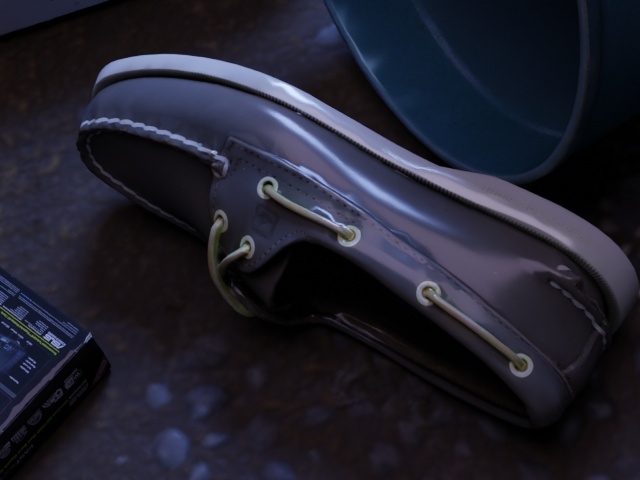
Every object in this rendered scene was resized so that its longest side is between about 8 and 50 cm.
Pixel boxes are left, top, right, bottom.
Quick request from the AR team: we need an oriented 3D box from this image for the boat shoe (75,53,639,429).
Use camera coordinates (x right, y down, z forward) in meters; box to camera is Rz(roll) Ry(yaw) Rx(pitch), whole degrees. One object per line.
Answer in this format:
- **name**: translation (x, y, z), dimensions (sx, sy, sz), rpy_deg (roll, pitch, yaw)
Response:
- **boat shoe**: translation (0.000, -0.003, 0.898), dimensions (0.305, 0.109, 0.091), rpy_deg (23, 62, 19)

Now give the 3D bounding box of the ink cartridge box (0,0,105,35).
- **ink cartridge box**: translation (-0.174, -0.253, 1.072), dimensions (0.308, 0.129, 0.223), rpy_deg (-18, 57, 1)

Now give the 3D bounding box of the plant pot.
- **plant pot**: translation (0.149, -0.202, 0.905), dimensions (0.255, 0.271, 0.271), rpy_deg (-26, 57, -20)

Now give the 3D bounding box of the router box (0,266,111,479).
- **router box**: translation (-0.183, 0.060, 0.942), dimensions (0.122, 0.038, 0.092), rpy_deg (34, 71, 28)
